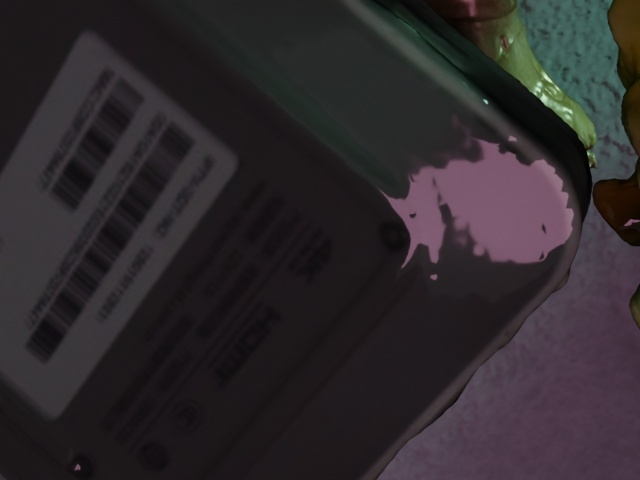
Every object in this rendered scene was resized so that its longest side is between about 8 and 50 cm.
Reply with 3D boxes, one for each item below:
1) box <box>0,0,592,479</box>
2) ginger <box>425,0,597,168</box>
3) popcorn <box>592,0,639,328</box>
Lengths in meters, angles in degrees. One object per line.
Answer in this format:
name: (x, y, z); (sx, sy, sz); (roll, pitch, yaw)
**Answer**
box: (-0.102, -0.010, 0.635); (0.396, 0.111, 0.396); (40, 118, 5)
ginger: (0.105, -0.103, 0.682); (0.095, 0.069, 0.190); (-35, 110, 13)
popcorn: (0.243, -0.051, 0.477); (0.266, 0.192, 0.233); (-38, 72, 30)
